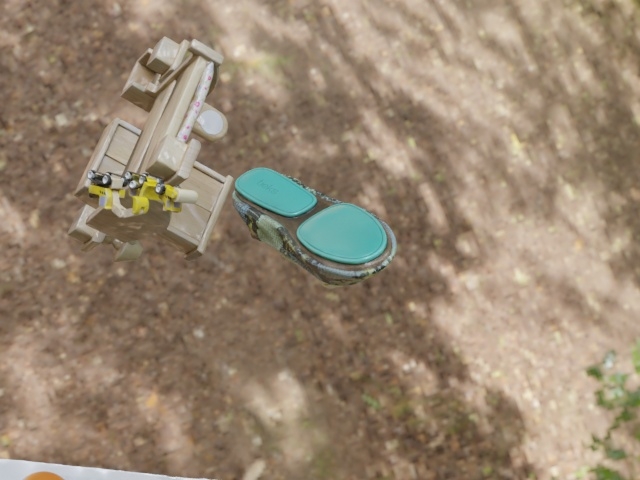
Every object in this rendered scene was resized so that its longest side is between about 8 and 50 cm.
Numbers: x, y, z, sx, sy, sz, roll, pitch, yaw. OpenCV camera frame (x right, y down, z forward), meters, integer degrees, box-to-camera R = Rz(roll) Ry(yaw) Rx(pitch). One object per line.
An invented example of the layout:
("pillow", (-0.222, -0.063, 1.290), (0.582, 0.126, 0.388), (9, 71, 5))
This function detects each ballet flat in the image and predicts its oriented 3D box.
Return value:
("ballet flat", (0.000, 0.000, 0.924), (0.070, 0.070, 0.188), (47, -6, -38))

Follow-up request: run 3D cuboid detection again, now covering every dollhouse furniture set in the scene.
("dollhouse furniture set", (-0.128, -0.116, 1.412), (0.174, 0.355, 0.303), (29, 63, -20))

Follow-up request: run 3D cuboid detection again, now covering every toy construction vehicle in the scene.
("toy construction vehicle", (-0.168, -0.040, 1.132), (0.086, 0.098, 0.035), (4, 101, -47))

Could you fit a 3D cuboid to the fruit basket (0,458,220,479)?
("fruit basket", (-0.146, 0.346, 0.971), (0.165, 0.353, 0.327), (-42, 136, -86))
